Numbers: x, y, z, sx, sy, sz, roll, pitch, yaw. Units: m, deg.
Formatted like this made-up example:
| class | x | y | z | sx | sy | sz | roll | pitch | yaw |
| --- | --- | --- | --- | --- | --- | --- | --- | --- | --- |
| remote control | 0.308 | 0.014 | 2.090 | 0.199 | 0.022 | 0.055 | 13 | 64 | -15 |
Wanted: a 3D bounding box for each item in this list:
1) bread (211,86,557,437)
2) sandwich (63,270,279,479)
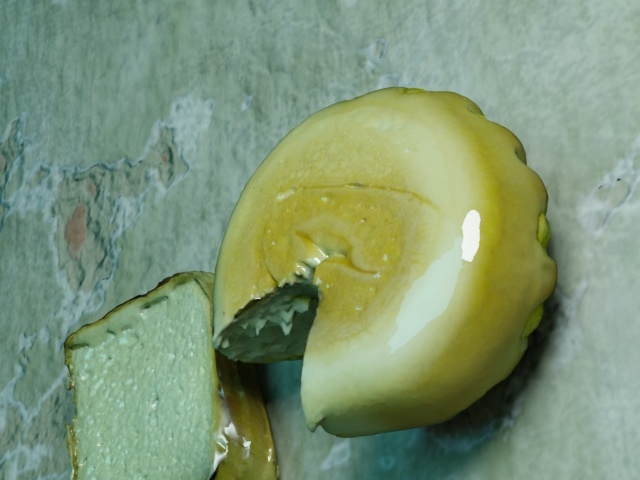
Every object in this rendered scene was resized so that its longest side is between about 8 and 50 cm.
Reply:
| class | x | y | z | sx | sy | sz | roll | pitch | yaw |
| --- | --- | --- | --- | --- | --- | --- | --- | --- | --- |
| bread | 0.061 | 0.019 | 1.597 | 0.333 | 0.160 | 0.333 | -22 | 55 | 35 |
| sandwich | -0.145 | 0.166 | 1.787 | 0.226 | 0.087 | 0.251 | -35 | 49 | 31 |
